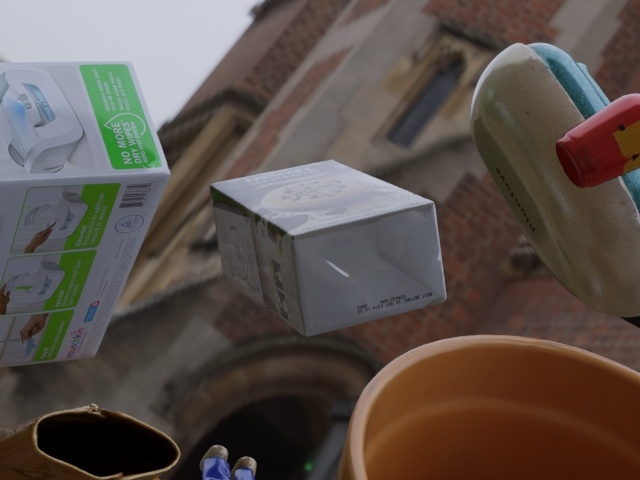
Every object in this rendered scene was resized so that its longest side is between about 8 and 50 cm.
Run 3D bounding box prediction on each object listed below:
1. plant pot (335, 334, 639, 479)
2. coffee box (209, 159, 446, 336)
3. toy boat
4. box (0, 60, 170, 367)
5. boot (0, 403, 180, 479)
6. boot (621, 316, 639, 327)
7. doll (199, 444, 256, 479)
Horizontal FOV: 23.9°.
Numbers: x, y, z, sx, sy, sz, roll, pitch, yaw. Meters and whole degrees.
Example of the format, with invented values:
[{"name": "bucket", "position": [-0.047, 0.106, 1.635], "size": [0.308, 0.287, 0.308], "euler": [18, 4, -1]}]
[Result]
[{"name": "plant pot", "position": [0.134, 0.230, 0.989], "size": [0.291, 0.291, 0.203], "euler": [31, -53, 20]}, {"name": "coffee box", "position": [0.000, 0.000, 1.707], "size": [0.297, 0.168, 0.119], "euler": [-151, -130, -66]}, {"name": "toy boat", "position": [0.248, -0.070, 1.286], "size": [0.267, 0.148, 0.318], "euler": [61, -7, 5]}, {"name": "box", "position": [-0.272, -0.009, 1.200], "size": [0.262, 0.231, 0.127], "euler": [-62, -139, 47]}, {"name": "boot", "position": [-0.189, 0.217, 1.341], "size": [0.211, 0.104, 0.295], "euler": [-24, -27, 38]}, {"name": "boot", "position": [0.343, 0.012, 1.720], "size": [0.219, 0.106, 0.082], "euler": [45, -56, 9]}, {"name": "doll", "position": [-0.087, 0.293, 1.624], "size": [0.129, 0.046, 0.189], "euler": [24, 18, -16]}]
